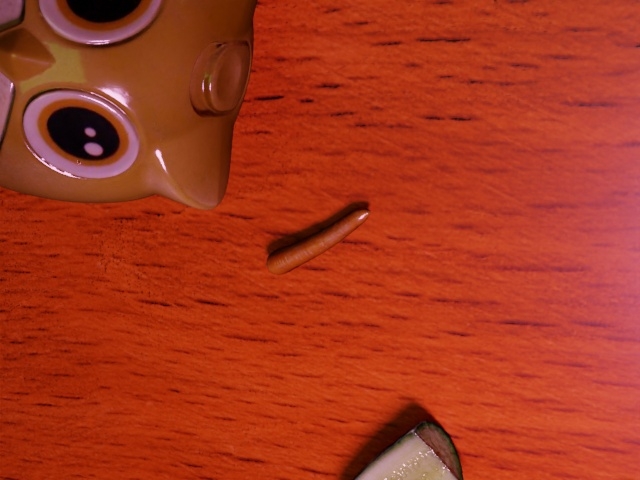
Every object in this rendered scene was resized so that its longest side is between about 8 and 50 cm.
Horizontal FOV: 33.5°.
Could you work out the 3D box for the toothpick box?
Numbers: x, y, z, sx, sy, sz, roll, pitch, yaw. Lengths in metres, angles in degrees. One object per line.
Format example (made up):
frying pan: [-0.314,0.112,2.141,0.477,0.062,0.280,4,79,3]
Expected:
toothpick box: [-0.294,-0.245,1.310,0.425,0.409,0.409,16,117,16]

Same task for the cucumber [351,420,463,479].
cucumber: [0.105,0.357,1.562,0.115,0.063,0.244,43,123,-5]

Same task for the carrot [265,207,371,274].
carrot: [0.000,0.000,1.488,0.190,0.037,0.037,-28,96,29]
